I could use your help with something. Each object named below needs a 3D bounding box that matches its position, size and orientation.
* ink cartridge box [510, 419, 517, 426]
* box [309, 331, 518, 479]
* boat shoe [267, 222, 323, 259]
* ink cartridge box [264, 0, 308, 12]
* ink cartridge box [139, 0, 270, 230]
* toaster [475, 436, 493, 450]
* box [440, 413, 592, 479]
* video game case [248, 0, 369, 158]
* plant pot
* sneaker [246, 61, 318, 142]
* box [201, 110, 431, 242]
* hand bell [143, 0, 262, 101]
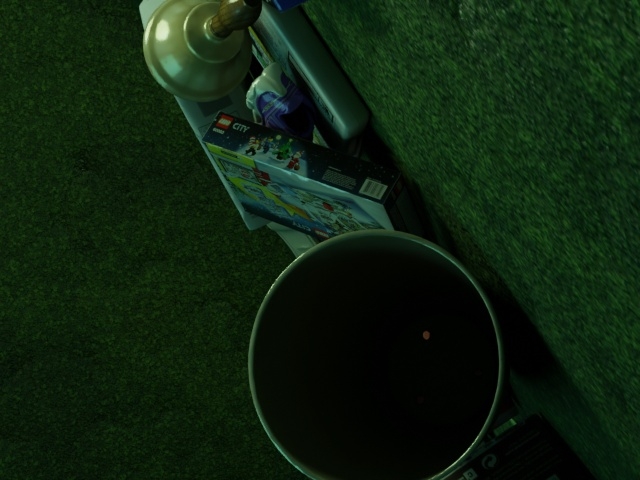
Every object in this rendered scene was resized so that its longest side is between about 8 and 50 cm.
[{"bbox_3d":[0.279,0.336,1.886,0.209,0.062,0.109,60,175,-28],"label":"ink cartridge box"},{"bbox_3d":[0.088,0.203,1.769,0.128,0.257,0.122,61,176,-37],"label":"box"},{"bbox_3d":[0.000,0.000,2.494,0.112,0.095,0.335,2,138,39],"label":"boat shoe"},{"bbox_3d":[-0.078,-0.306,1.317,0.176,0.069,0.371,59,173,-24],"label":"ink cartridge box"},{"bbox_3d":[-0.156,-0.237,2.070,0.308,0.091,0.385,61,-177,-34],"label":"ink cartridge box"},{"bbox_3d":[0.169,0.260,2.221,0.168,0.110,0.186,58,175,-24],"label":"toaster"},{"bbox_3d":[0.240,0.342,1.661,0.167,0.168,0.203,51,172,45],"label":"box"},{"bbox_3d":[-0.053,-0.237,1.665,0.329,0.036,0.300,56,175,5],"label":"video game case"},{"bbox_3d":[0.093,0.132,1.545,0.256,0.256,0.274,56,-169,17],"label":"plant pot"},{"bbox_3d":[-0.034,-0.127,1.619,0.071,0.068,0.170,42,174,18],"label":"sneaker"},{"bbox_3d":[-0.003,-0.052,1.626,0.233,0.044,0.159,21,160,26],"label":"box"},{"bbox_3d":[-0.103,-0.228,1.551,0.126,0.126,0.242,58,163,-5],"label":"hand bell"}]
